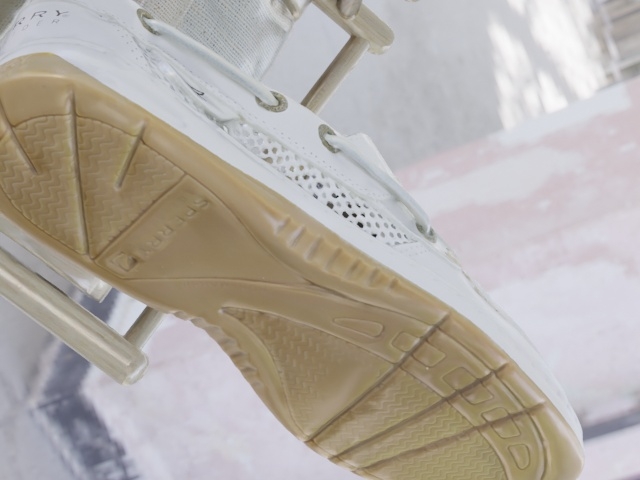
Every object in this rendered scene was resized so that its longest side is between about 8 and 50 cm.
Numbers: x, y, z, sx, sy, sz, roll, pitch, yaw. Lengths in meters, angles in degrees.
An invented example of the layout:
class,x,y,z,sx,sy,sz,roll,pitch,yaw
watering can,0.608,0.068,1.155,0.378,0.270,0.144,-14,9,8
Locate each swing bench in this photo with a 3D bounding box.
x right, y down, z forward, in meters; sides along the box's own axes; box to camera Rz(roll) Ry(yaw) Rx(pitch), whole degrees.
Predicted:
class,x,y,z,sx,sy,sz,roll,pitch,yaw
swing bench,-0.123,-0.099,0.822,0.254,0.253,0.165,37,-7,-2

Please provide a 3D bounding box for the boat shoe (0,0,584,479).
class,x,y,z,sx,sy,sz,roll,pitch,yaw
boat shoe,0.000,0.000,0.587,0.277,0.098,0.096,40,37,-26
